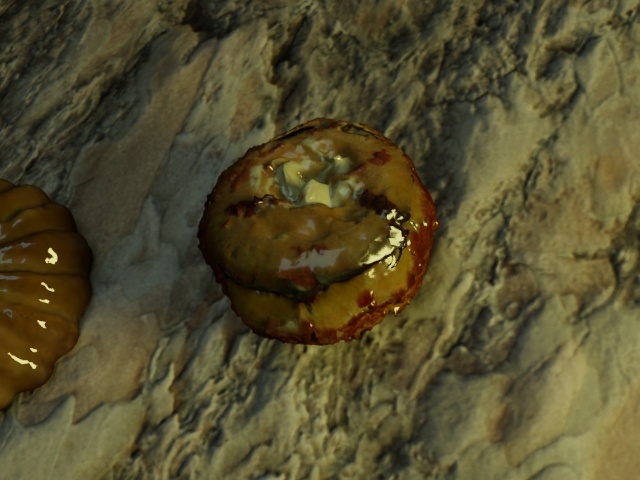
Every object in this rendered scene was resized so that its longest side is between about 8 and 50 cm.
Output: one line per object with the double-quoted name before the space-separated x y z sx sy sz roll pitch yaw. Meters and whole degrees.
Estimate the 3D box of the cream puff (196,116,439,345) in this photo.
"cream puff" 0.001 0.000 1.201 0.240 0.164 0.240 -8 42 7

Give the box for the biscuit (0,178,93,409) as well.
"biscuit" -0.413 0.060 1.373 0.325 0.107 0.326 -9 54 13
